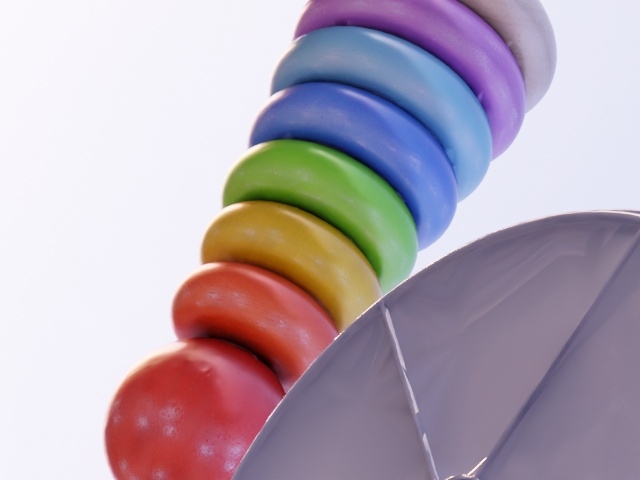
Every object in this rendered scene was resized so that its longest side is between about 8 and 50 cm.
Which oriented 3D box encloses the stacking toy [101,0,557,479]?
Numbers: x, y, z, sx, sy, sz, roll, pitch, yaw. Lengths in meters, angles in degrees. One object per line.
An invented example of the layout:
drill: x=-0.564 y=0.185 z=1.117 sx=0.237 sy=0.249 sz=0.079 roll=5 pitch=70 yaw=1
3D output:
stacking toy: x=0.000 y=0.000 z=0.897 sx=0.141 sy=0.141 sz=0.330 roll=-22 pitch=-146 yaw=54

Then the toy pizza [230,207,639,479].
toy pizza: x=0.041 y=0.079 z=0.463 sx=0.201 sy=0.032 sz=0.201 roll=-33 pitch=-146 yaw=26
